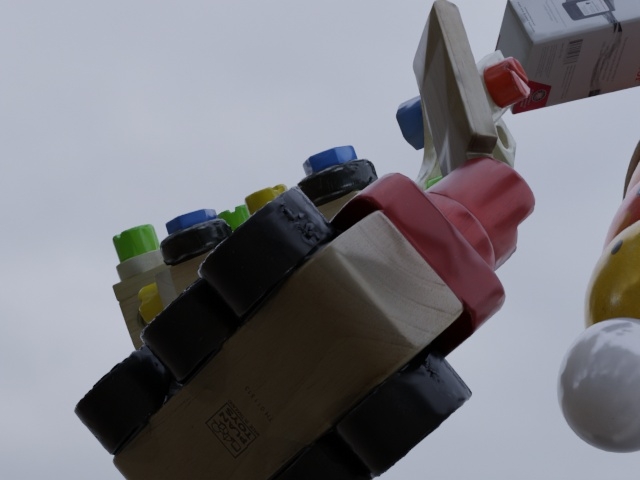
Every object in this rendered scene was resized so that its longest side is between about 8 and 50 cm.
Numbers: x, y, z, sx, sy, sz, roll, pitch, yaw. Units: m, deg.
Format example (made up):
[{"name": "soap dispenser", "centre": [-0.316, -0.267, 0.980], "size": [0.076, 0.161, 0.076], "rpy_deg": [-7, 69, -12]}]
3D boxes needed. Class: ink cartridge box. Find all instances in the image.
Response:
[{"name": "ink cartridge box", "centre": [0.250, -0.191, 1.865], "size": [0.151, 0.063, 0.109], "rpy_deg": [-14, -33, -16]}]

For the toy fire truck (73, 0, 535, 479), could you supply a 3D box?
[{"name": "toy fire truck", "centre": [0.017, 0.015, 0.933], "size": [0.158, 0.246, 0.217], "rpy_deg": [49, -42, 5]}]

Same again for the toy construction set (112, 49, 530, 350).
[{"name": "toy construction set", "centre": [0.000, 0.000, 1.246], "size": [0.328, 0.151, 0.215], "rpy_deg": [-38, -14, 21]}]

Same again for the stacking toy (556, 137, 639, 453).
[{"name": "stacking toy", "centre": [0.363, 0.056, 1.812], "size": [0.351, 0.350, 0.480], "rpy_deg": [-5, 16, 36]}]
